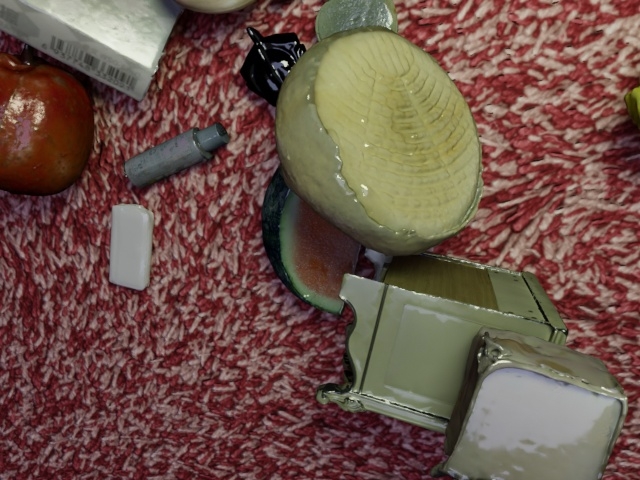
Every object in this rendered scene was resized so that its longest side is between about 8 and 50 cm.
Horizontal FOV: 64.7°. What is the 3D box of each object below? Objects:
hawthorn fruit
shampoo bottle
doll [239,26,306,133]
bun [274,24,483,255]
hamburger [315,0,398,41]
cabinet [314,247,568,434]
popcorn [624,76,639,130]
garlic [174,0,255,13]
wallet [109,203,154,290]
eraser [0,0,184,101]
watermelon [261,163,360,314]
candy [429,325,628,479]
[{"bbox_3d":[-0.546,-0.242,0.931,0.254,0.254,0.300,27,116,5],"label":"hawthorn fruit"},{"bbox_3d":[-0.280,-0.168,0.989,0.214,0.072,0.072,-21,98,16],"label":"shampoo bottle"},{"bbox_3d":[-0.058,-0.271,0.913,0.127,0.088,0.248,-37,103,-3],"label":"doll"},{"bbox_3d":[0.082,-0.142,0.800,0.364,0.364,0.202,56,143,-4],"label":"bun"},{"bbox_3d":[0.066,-0.365,0.870,0.140,0.062,0.133,-25,93,19],"label":"hamburger"},{"bbox_3d":[0.189,0.160,0.849,0.318,0.290,0.227,13,106,10],"label":"cabinet"},{"bbox_3d":[0.581,-0.233,0.706,0.235,0.242,0.250,23,100,33],"label":"popcorn"},{"bbox_3d":[-0.159,-0.462,0.850,0.228,0.217,0.110,-7,146,10],"label":"garlic"},{"bbox_3d":[-0.403,0.013,1.076,0.095,0.033,0.190,13,106,7],"label":"wallet"},{"bbox_3d":[-0.446,-0.428,0.846,0.397,0.082,0.213,24,82,-23],"label":"eraser"},{"bbox_3d":[0.000,0.000,0.936,0.226,0.148,0.318,-22,100,9],"label":"watermelon"},{"bbox_3d":[0.250,0.214,0.625,0.185,0.137,0.195,14,104,10],"label":"candy"}]
